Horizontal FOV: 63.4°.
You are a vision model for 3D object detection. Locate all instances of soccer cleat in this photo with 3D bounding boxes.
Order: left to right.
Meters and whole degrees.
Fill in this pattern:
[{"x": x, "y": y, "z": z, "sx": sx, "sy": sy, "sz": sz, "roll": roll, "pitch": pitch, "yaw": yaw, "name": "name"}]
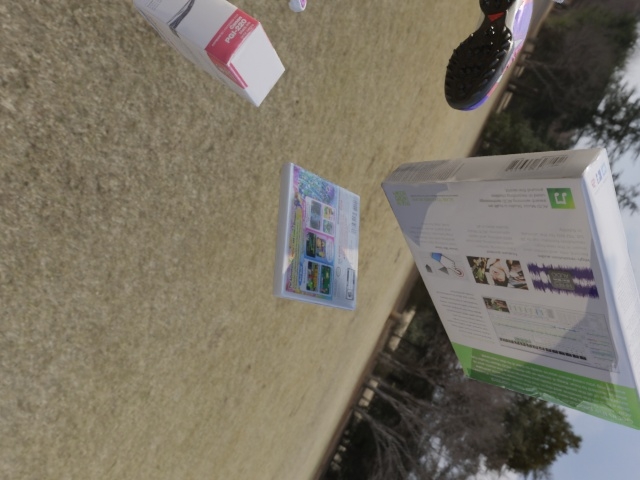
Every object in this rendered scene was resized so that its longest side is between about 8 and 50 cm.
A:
[{"x": 0.313, "y": -0.343, "z": 0.925, "sx": 0.116, "sy": 0.109, "sz": 0.318, "roll": 43, "pitch": 63, "yaw": -44, "name": "soccer cleat"}]

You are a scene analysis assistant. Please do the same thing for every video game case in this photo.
[{"x": 0.000, "y": 0.000, "z": 0.636, "sx": 0.143, "sy": 0.019, "sz": 0.157, "roll": 19, "pitch": 69, "yaw": -48, "name": "video game case"}]

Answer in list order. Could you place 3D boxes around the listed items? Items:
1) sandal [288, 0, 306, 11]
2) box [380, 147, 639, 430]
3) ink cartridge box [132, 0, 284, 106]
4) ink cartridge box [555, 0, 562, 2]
[{"x": -0.062, "y": -0.867, "z": 1.468, "sx": 0.416, "sy": 0.102, "sz": 0.169, "roll": 80, "pitch": 13, "yaw": -52, "name": "sandal"}, {"x": 0.223, "y": 0.055, "z": 0.581, "sx": 0.058, "sy": 0.232, "sz": 0.321, "roll": -41, "pitch": 118, "yaw": -29, "name": "box"}, {"x": -0.184, "y": -0.345, "z": 0.878, "sx": 0.092, "sy": 0.218, "sz": 0.158, "roll": -54, "pitch": 165, "yaw": -2, "name": "ink cartridge box"}, {"x": 0.371, "y": -0.446, "z": 0.765, "sx": 0.150, "sy": 0.063, "sz": 0.109, "roll": 36, "pitch": 75, "yaw": -82, "name": "ink cartridge box"}]
